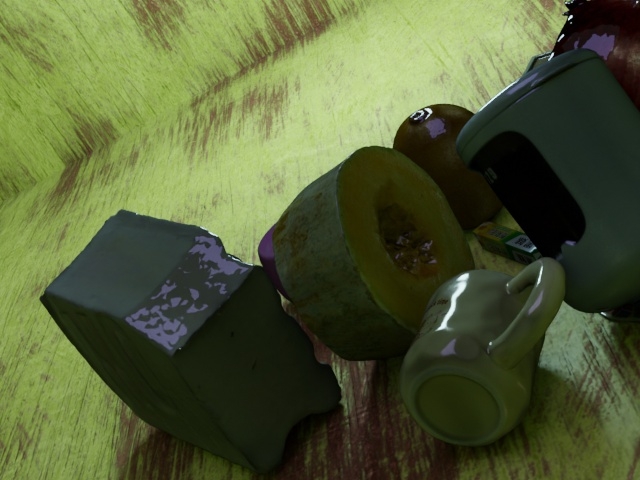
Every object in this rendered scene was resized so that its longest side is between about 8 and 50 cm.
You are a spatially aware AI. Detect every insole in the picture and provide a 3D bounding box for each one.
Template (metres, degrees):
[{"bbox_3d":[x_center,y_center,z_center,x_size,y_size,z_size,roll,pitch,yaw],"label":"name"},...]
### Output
[{"bbox_3d":[0.449,0.096,1.575,0.065,0.006,0.193,-39,24,-17],"label":"insole"}]

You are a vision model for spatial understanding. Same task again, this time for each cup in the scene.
[{"bbox_3d":[0.237,0.146,1.514,0.255,0.173,0.202,-22,23,32],"label":"cup"}]

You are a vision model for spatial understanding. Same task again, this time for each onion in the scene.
[{"bbox_3d":[0.497,-0.224,1.795,0.341,0.341,0.341,-26,23,12],"label":"onion"}]

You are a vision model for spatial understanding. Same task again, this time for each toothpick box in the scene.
[{"bbox_3d":[0.384,-0.064,1.568,0.263,0.355,0.263,-31,-12,-7],"label":"toothpick box"}]

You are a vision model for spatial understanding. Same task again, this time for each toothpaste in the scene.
[{"bbox_3d":[0.315,0.007,1.874,0.037,0.043,0.178,-37,24,-13],"label":"toothpaste"}]

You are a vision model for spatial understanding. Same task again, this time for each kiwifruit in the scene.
[{"bbox_3d":[0.227,-0.133,2.024,0.196,0.234,0.196,-31,23,14],"label":"kiwifruit"}]

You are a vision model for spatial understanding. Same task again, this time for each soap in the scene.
[{"bbox_3d":[-0.214,0.159,1.842,0.213,0.350,0.435,-42,28,-25],"label":"soap"}]

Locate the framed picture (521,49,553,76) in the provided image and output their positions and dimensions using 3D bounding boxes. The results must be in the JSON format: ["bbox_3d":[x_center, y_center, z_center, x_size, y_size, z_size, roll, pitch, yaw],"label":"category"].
[{"bbox_3d":[0.544,-0.368,2.381,0.289,0.020,0.211,-13,28,35],"label":"framed picture"}]

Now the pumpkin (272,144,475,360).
[{"bbox_3d":[0.078,0.042,1.783,0.199,0.332,0.332,-33,18,35],"label":"pumpkin"}]

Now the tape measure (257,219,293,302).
[{"bbox_3d":[0.000,0.000,2.142,0.231,0.149,0.245,-26,24,9],"label":"tape measure"}]

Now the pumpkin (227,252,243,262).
[{"bbox_3d":[-0.227,0.103,2.232,0.202,0.140,0.202,-24,22,11],"label":"pumpkin"}]
